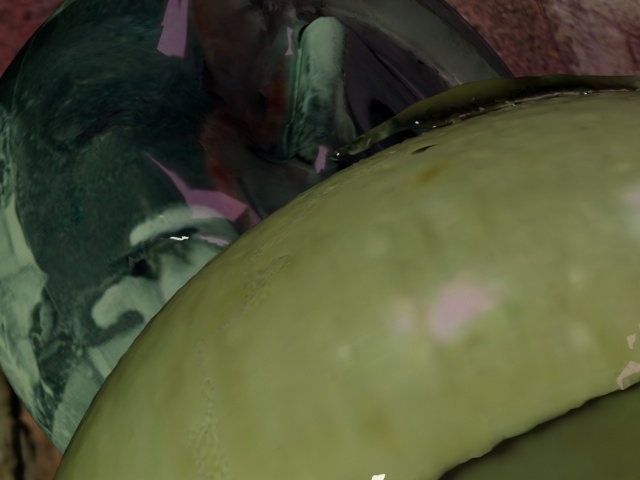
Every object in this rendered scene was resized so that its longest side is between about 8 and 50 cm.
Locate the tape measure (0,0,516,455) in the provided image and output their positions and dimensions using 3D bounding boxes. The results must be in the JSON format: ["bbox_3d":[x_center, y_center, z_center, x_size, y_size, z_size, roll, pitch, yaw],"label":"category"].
[{"bbox_3d":[0.000,0.000,0.731,0.275,0.147,0.256,29,43,-28],"label":"tape measure"}]

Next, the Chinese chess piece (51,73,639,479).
[{"bbox_3d":[0.084,0.124,0.532,0.349,0.349,0.146,15,26,-21],"label":"Chinese chess piece"}]
